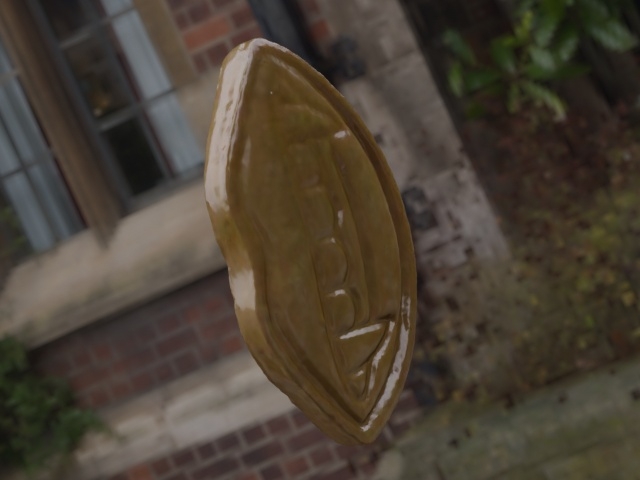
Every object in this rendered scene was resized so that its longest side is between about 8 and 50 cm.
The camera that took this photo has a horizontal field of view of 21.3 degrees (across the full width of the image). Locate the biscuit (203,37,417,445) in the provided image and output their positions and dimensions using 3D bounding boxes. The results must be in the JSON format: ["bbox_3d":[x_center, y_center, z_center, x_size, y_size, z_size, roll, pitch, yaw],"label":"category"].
[{"bbox_3d":[0.000,0.000,0.903,0.029,0.221,0.142,-15,-2,39],"label":"biscuit"}]
